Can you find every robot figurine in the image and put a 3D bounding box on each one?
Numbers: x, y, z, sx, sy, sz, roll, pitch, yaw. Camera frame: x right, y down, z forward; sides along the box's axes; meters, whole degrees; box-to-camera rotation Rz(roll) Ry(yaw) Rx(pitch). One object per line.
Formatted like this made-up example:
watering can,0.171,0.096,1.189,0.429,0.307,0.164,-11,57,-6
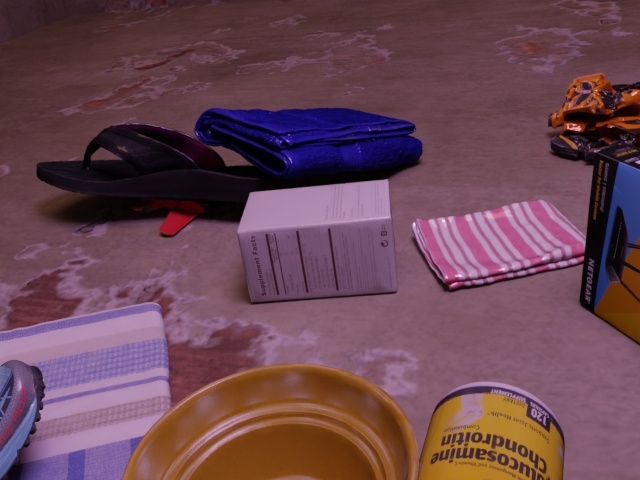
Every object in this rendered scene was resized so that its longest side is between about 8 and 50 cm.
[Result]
robot figurine,0.498,-0.199,1.052,0.291,0.085,0.211,4,42,29

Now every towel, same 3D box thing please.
towel,-0.010,-0.170,1.075,0.308,0.076,0.228,-11,30,-44
towel,0.226,-0.002,0.861,0.197,0.029,0.144,-11,30,-5
towel,-0.255,0.166,0.695,0.209,0.034,0.285,-12,31,-10

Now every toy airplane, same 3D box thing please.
toy airplane,-0.229,-0.056,1.081,0.151,0.028,0.151,-6,28,3

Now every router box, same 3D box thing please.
router box,0.317,0.012,0.658,0.046,0.178,0.133,-17,30,-18

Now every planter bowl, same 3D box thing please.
planter bowl,-0.032,0.197,0.519,0.217,0.090,0.217,-7,30,4

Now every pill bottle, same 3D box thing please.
pill bottle,0.111,0.193,0.474,0.103,0.103,0.184,3,31,20

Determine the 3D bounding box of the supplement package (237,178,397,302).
supplement package,0.000,0.000,0.841,0.179,0.105,0.105,-4,31,7

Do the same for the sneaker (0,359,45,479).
sneaker,-0.349,0.177,0.547,0.262,0.125,0.104,-38,35,-11

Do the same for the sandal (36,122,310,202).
sandal,-0.232,-0.128,1.082,0.446,0.107,0.167,4,14,13
